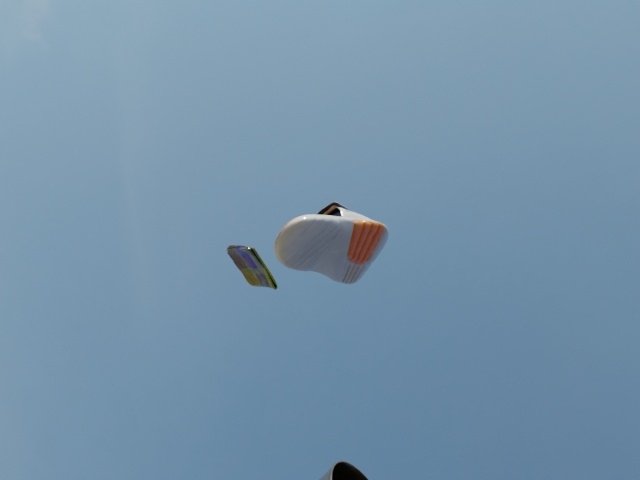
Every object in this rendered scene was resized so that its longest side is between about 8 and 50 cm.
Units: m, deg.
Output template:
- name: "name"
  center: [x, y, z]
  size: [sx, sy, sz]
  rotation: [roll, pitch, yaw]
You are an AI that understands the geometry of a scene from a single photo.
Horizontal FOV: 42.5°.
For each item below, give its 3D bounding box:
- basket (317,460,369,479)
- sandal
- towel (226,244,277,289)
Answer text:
- name: "basket"
  center: [-0.018, 0.447, 1.135]
  size: [0.227, 0.204, 0.154]
  rotation: [-40, -66, 13]
- name: "sandal"
  center: [0.006, -0.009, 1.092]
  size: [0.076, 0.265, 0.102]
  rotation: [40, -79, 27]
- name: "towel"
  center: [-0.079, 0.031, 0.949]
  size: [0.060, 0.009, 0.083]
  rotation: [58, -21, -15]
